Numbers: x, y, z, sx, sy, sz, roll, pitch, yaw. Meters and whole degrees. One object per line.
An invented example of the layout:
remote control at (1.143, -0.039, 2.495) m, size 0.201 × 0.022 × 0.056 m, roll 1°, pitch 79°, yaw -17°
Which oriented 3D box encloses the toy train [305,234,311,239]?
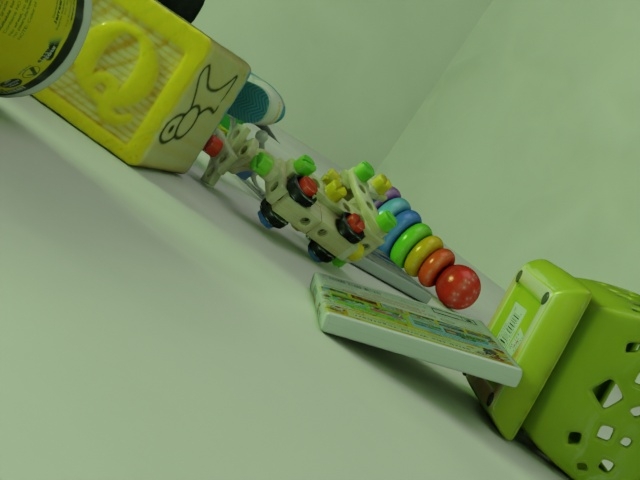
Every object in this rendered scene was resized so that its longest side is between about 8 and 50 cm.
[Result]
toy train at (0.000, 0.000, 1.684) m, size 0.017 × 0.024 × 0.083 m, roll 30°, pitch 8°, yaw -32°

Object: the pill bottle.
pill bottle at (-0.374, -0.254, 0.976) m, size 0.188 × 0.188 × 0.334 m, roll 36°, pitch 7°, yaw 18°

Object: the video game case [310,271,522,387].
video game case at (0.102, 0.099, 1.218) m, size 0.227 × 0.026 × 0.206 m, roll 17°, pitch 9°, yaw -7°

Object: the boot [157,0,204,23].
boot at (-0.357, -0.397, 1.442) m, size 0.445 × 0.146 × 0.367 m, roll 14°, pitch -6°, yaw -29°

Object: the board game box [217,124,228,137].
board game box at (-0.269, -0.254, 2.105) m, size 0.181 × 0.043 × 0.092 m, roll 39°, pitch 8°, yaw 33°

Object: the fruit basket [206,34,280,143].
fruit basket at (-0.245, -0.374, 2.579) m, size 0.327 × 0.165 × 0.353 m, roll 35°, pitch 3°, yaw 10°

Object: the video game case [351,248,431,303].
video game case at (0.079, 0.027, 1.879) m, size 0.212 × 0.023 × 0.193 m, roll 29°, pitch 9°, yaw -35°

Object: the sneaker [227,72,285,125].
sneaker at (-0.158, -0.258, 1.730) m, size 0.228 × 0.087 × 0.092 m, roll 39°, pitch 14°, yaw 20°

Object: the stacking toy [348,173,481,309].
stacking toy at (0.192, 0.012, 2.107) m, size 0.330 × 0.141 × 0.141 m, roll 41°, pitch 9°, yaw 23°

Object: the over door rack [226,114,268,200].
over door rack at (-0.204, -0.200, 1.771) m, size 0.324 × 0.108 × 0.239 m, roll 28°, pitch 8°, yaw -41°

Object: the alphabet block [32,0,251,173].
alphabet block at (-0.235, -0.217, 1.389) m, size 0.193 × 0.192 × 0.197 m, roll 33°, pitch 5°, yaw 9°

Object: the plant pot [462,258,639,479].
plant pot at (0.311, 0.155, 1.275) m, size 0.207 × 0.228 × 0.227 m, roll 26°, pitch 8°, yaw -8°

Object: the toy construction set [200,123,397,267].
toy construction set at (-0.020, -0.074, 1.565) m, size 0.327 × 0.151 × 0.215 m, roll 22°, pitch 36°, yaw -25°
